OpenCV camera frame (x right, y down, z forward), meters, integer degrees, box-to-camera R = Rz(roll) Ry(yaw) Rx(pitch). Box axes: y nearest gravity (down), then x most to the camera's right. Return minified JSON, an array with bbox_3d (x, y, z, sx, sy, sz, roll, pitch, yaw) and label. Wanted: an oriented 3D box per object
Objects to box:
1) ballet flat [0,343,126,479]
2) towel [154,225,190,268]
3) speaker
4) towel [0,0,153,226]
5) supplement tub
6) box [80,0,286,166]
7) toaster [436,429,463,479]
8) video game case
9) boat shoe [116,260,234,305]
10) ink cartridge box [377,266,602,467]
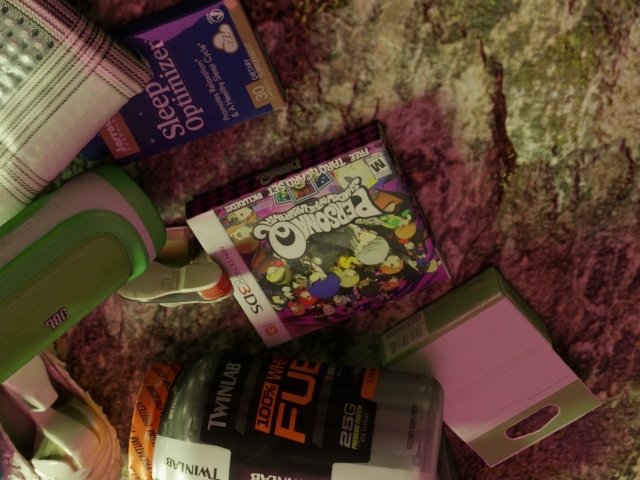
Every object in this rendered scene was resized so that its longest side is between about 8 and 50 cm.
[{"bbox_3d":[-0.327,0.189,1.428,0.147,0.147,0.409,-23,124,11],"label":"ballet flat"},{"bbox_3d":[-0.185,0.009,1.407,0.083,0.009,0.060,-3,127,-3],"label":"towel"},{"bbox_3d":[-0.297,0.050,1.267,0.296,0.131,0.131,-41,130,-24],"label":"speaker"},{"bbox_3d":[-0.379,-0.152,1.216,0.312,0.056,0.324,38,121,-25],"label":"towel"},{"bbox_3d":[-0.034,0.238,1.447,0.338,0.207,0.207,6,127,6],"label":"supplement tub"},{"bbox_3d":[-0.162,-0.157,1.273,0.225,0.036,0.136,-19,126,10],"label":"box"},{"bbox_3d":[0.103,0.329,1.610,0.168,0.110,0.185,-17,126,6],"label":"toaster"},{"bbox_3d":[0.000,0.000,1.399,0.232,0.042,0.210,-22,126,10],"label":"video game case"},{"bbox_3d":[-0.162,0.050,1.395,0.137,0.049,0.043,-5,150,22],"label":"boat shoe"},{"bbox_3d":[0.205,0.157,1.527,0.171,0.056,0.235,-34,124,18],"label":"ink cartridge box"}]
